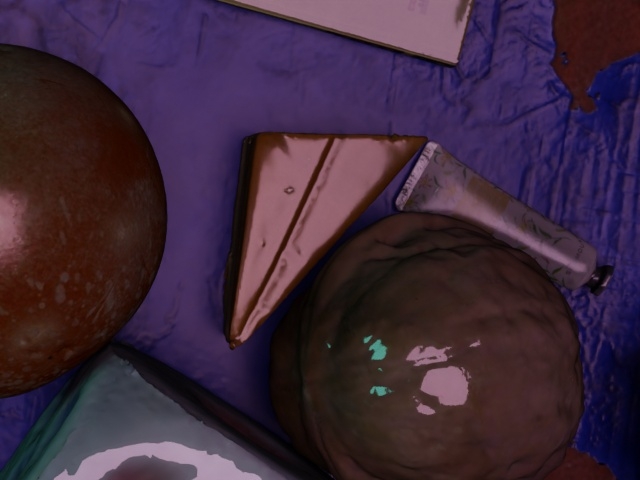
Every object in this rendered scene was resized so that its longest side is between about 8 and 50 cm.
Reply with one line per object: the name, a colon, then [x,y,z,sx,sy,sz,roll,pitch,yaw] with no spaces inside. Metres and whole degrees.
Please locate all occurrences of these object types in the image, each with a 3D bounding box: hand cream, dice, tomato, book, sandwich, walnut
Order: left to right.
tomato: [-0.254,-0.025,1.200,0.270,0.222,0.270,-5,67,11]
dice: [-0.127,0.253,1.246,0.268,0.264,0.262,34,88,-10]
sandwich: [0.000,0.000,1.325,0.144,0.117,0.187,7,92,-6]
book: [0.026,-0.252,1.360,0.230,0.026,0.161,15,92,-10]
walnut: [0.081,0.103,1.277,0.248,0.248,0.248,-1,94,-9]
hand cream: [0.162,-0.011,1.390,0.194,0.042,0.067,29,90,-5]
